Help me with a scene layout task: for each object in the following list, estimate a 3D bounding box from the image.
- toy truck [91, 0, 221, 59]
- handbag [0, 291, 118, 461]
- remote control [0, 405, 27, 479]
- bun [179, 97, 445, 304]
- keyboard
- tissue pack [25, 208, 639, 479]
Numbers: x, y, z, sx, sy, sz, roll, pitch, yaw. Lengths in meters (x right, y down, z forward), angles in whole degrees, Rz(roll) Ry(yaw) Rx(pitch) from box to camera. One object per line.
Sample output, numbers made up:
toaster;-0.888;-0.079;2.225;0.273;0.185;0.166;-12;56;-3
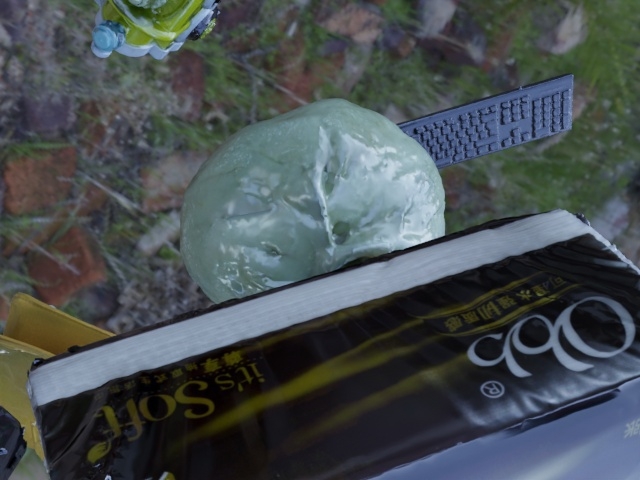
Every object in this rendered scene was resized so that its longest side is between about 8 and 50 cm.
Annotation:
toy truck;-0.098;-0.149;0.610;0.111;0.076;0.077;-41;-169;44
handbag;-0.316;0.254;1.520;0.133;0.401;0.283;-58;163;-50
remote control;-0.327;0.260;0.806;0.144;0.062;0.399;-39;-167;12
bun;0.000;0.000;0.801;0.213;0.126;0.204;-29;123;7
keyboard;0.120;-0.091;0.880;0.202;0.011;0.067;-17;136;-3
tissue pack;0.022;0.134;0.614;0.370;0.198;0.210;-17;131;-15
